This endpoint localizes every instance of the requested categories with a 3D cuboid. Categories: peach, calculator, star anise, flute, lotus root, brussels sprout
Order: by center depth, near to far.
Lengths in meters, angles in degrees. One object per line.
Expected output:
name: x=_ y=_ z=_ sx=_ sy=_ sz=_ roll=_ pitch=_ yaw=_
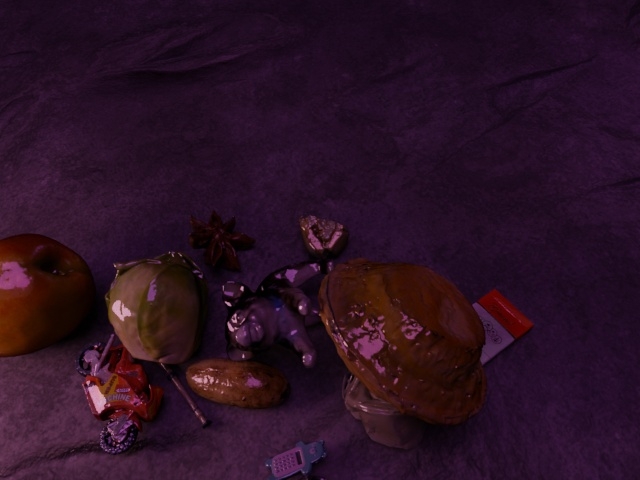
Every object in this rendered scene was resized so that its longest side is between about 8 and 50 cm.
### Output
calculator: x=-0.052 y=0.481 z=1.059 sx=0.141 sy=0.019 sz=0.094 roll=-21 pitch=24 yaw=-6
lotus root: x=-0.199 y=0.337 z=1.150 sx=0.259 sy=0.097 sz=0.110 roll=4 pitch=57 yaw=10
flute: x=-0.340 y=0.361 z=1.180 sx=0.027 sy=0.027 sz=0.233 roll=-36 pitch=60 yaw=-21
brussels sprout: x=-0.394 y=0.158 z=1.191 sx=0.228 sy=0.259 sz=0.294 roll=-8 pitch=73 yaw=9
peach: x=-0.741 y=0.147 z=1.200 sx=0.332 sy=0.308 sz=0.307 roll=-43 pitch=58 yaw=11
star anise: x=-0.294 y=0.003 z=1.388 sx=0.196 sy=0.111 sz=0.212 roll=24 pitch=25 yaw=-3

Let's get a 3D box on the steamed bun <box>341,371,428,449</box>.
steamed bun: x=0.156 y=0.337 z=1.099 sx=0.211 sy=0.144 sz=0.217 roll=21 pitch=57 yaw=18

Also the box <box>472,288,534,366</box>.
box: x=0.402 y=0.236 z=1.228 sx=0.245 sy=0.035 sz=0.139 roll=-31 pitch=58 yaw=-19

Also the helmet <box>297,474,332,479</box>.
helmet: x=-0.005 y=0.543 z=1.003 sx=0.123 sy=0.070 sz=0.098 roll=22 pitch=65 yaw=7

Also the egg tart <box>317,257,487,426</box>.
egg tart: x=0.203 y=0.177 z=1.045 sx=0.444 sy=0.178 sz=0.443 roll=27 pitch=30 yaw=-17

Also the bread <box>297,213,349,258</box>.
bread: x=-0.006 y=0.000 z=1.389 sx=0.157 sy=0.103 sz=0.110 roll=11 pitch=67 yaw=17

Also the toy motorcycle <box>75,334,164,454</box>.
toy motorcycle: x=-0.475 y=0.352 z=1.154 sx=0.171 sy=0.089 sz=0.298 roll=-26 pitch=56 yaw=-17

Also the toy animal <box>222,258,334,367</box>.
toy animal: x=-0.129 y=0.175 z=1.152 sx=0.303 sy=0.194 sz=0.344 roll=-5 pitch=9 yaw=15
